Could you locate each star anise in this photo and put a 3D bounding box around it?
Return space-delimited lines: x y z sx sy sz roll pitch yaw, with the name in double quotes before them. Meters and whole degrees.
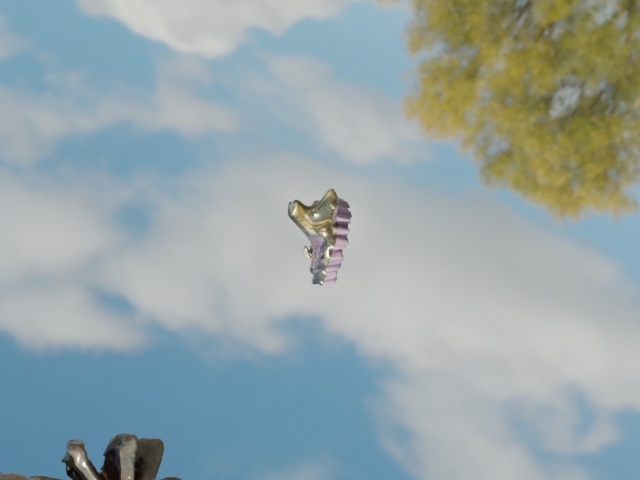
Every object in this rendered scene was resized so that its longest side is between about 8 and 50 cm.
"star anise" -0.237 0.285 1.273 0.110 0.199 0.257 14 -162 43

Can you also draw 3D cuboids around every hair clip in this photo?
"hair clip" 0.000 0.000 1.750 0.084 0.106 0.292 2 164 1
